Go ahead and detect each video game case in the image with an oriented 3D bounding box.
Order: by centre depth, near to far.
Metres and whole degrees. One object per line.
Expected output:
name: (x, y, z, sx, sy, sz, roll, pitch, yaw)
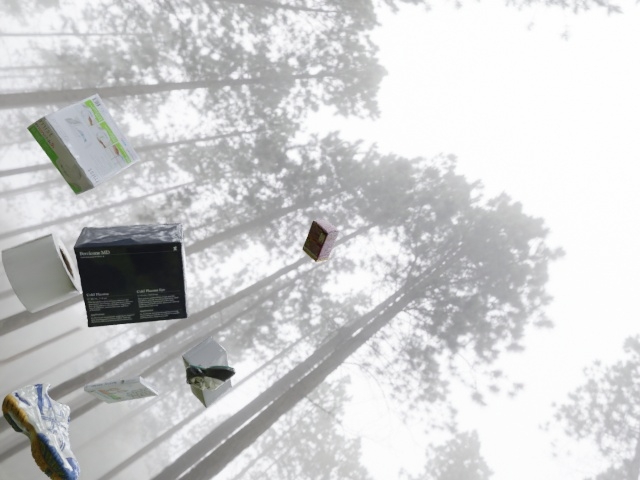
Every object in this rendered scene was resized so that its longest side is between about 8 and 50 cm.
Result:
video game case: (-0.531, 0.405, 1.279, 0.157, 0.143, 0.019, 88, -7, -59)

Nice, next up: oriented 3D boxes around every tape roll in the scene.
tape roll: (-0.976, 0.111, 1.674, 0.246, 0.169, 0.246, 53, -23, 34)

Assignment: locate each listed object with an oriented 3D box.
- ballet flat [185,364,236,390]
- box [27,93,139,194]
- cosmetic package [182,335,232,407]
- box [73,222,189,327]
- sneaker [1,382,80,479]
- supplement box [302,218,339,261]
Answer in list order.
ballet flat: (-0.325, 0.402, 1.385, 0.203, 0.074, 0.074, -10, -79, 37)
box: (-0.799, -0.329, 1.623, 0.126, 0.231, 0.262, -12, -62, 34)
cosmetic package: (-0.395, 0.465, 1.671, 0.107, 0.127, 0.238, 32, -42, 32)
box: (-0.652, 0.116, 1.684, 0.179, 0.343, 0.313, -119, -150, -60)
sneaker: (-0.719, 0.510, 1.284, 0.112, 0.131, 0.296, -44, -100, 27)
supplement box: (0.000, 0.000, 1.093, 0.055, 0.043, 0.083, 42, -57, 32)
